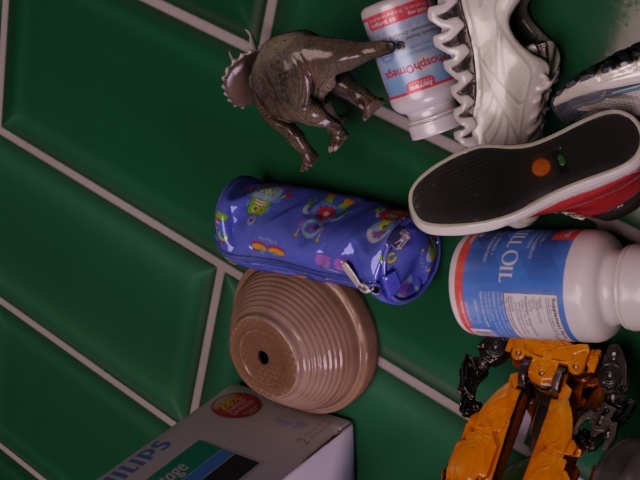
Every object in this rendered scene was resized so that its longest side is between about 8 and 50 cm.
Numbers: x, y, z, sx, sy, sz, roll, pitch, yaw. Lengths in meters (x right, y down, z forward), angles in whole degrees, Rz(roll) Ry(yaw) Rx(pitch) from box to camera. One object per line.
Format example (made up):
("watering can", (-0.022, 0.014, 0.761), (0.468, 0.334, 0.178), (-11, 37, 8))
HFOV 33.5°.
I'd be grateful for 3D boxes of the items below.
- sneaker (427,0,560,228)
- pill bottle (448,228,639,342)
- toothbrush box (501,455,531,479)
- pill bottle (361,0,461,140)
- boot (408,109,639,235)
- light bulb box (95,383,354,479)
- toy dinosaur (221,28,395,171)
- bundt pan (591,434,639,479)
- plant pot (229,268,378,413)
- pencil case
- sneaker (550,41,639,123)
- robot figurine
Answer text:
("sneaker", (0.205, -0.154, 1.152), (0.118, 0.110, 0.292), (-9, 105, 28))
("pill bottle", (0.264, 0.048, 1.169), (0.221, 0.124, 0.124), (0, 108, 37))
("toothbrush box", (0.212, 0.424, 1.364), (0.283, 0.122, 0.206), (-34, 86, 42))
("pill bottle", (0.110, -0.200, 1.210), (0.087, 0.087, 0.160), (-14, 99, 40))
("boot", (0.224, -0.044, 1.111), (0.244, 0.176, 0.088), (-16, 69, 16))
("light bulb box", (-0.130, 0.453, 1.483), (0.225, 0.358, 0.361), (12, 116, 32))
("toy dinosaur", (-0.025, -0.181, 1.239), (0.160, 0.121, 0.313), (42, 164, -14))
("bundt pan", (0.416, 0.267, 1.039), (0.331, 0.331, 0.124), (4, 79, 36))
("plant pot", (-0.047, 0.139, 1.456), (0.237, 0.110, 0.237), (15, 116, 34))
("pencil case", (0.000, 0.000, 1.349), (0.306, 0.133, 0.119), (13, 132, 35))
("sneaker", (0.359, -0.140, 1.031), (0.283, 0.110, 0.122), (-12, 104, 40))
("robot figurine", (0.237, 0.228, 1.207), (0.211, 0.291, 0.085), (13, 160, 35))
